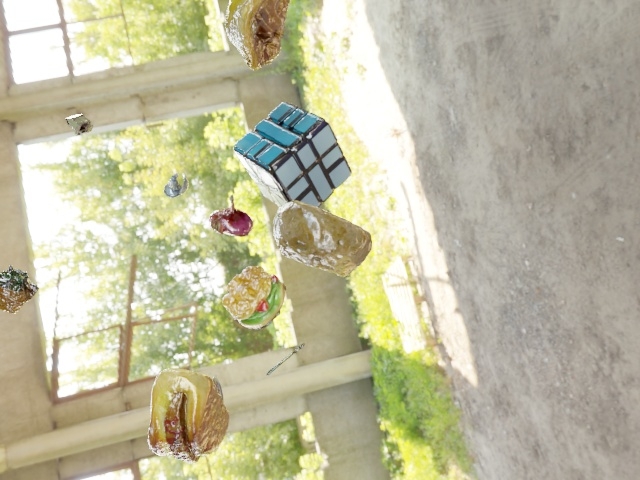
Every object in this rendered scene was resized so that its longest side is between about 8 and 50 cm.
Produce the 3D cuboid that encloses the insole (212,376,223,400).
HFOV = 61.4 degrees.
[{"bbox_3d":[-0.371,0.583,1.950,0.065,0.006,0.193,15,113,41],"label":"insole"}]

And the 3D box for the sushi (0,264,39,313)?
[{"bbox_3d":[-1.122,0.161,1.911,0.149,0.287,0.140,5,-76,-73],"label":"sushi"}]

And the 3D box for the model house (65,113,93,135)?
[{"bbox_3d":[-0.803,-0.391,1.800,0.057,0.058,0.083,-53,2,33],"label":"model house"}]

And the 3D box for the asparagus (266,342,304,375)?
[{"bbox_3d":[-0.118,0.402,1.826,0.013,0.166,0.016,49,169,12],"label":"asparagus"}]

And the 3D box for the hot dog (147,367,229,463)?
[{"bbox_3d":[-0.423,0.577,1.708,0.405,0.185,0.223,86,-163,-53],"label":"hot dog"}]

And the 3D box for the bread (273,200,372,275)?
[{"bbox_3d":[0.000,0.000,1.173,0.230,0.230,0.123,167,124,-84],"label":"bread"}]

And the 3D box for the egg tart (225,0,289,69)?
[{"bbox_3d":[-0.188,-0.702,1.650,0.339,0.153,0.351,109,-177,-47],"label":"egg tart"}]

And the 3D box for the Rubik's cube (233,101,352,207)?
[{"bbox_3d":[-0.101,-0.293,1.984,0.288,0.283,0.293,35,166,45],"label":"Rubik's cube"}]

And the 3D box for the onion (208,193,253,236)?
[{"bbox_3d":[-0.290,-0.086,1.787,0.150,0.150,0.140,-118,40,-67],"label":"onion"}]

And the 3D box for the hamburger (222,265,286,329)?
[{"bbox_3d":[-0.243,0.194,1.937,0.149,0.237,0.237,43,-163,-36],"label":"hamburger"}]

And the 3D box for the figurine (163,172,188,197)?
[{"bbox_3d":[-0.509,-0.200,1.906,0.086,0.082,0.094,120,155,-55],"label":"figurine"}]
